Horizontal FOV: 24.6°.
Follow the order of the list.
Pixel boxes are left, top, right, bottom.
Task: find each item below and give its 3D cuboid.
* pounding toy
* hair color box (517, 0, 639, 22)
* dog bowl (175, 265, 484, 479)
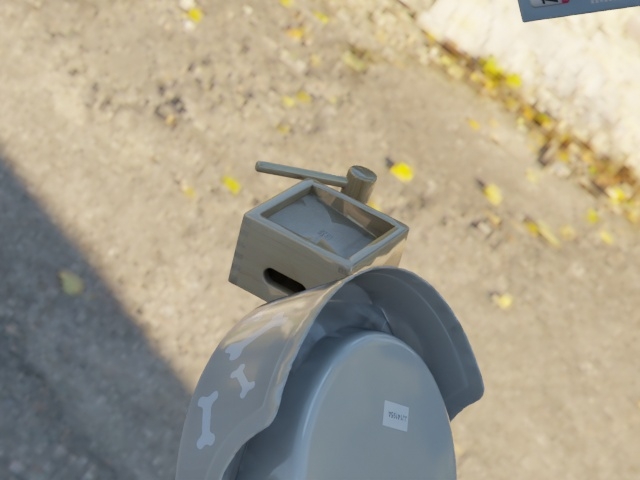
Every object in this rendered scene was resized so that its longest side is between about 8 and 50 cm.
[{"bbox_3d":[-0.005,-0.006,1.520,0.181,0.094,0.206,27,31,21],"label":"pounding toy"},{"bbox_3d":[0.396,-0.331,1.516,0.185,0.374,0.114,-55,135,-56],"label":"hair color box"},{"bbox_3d":[0.017,0.196,1.142,0.348,0.102,0.349,9,80,-57],"label":"dog bowl"}]
